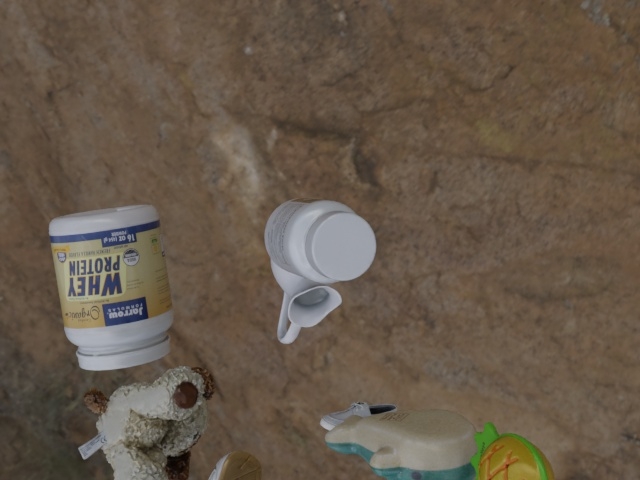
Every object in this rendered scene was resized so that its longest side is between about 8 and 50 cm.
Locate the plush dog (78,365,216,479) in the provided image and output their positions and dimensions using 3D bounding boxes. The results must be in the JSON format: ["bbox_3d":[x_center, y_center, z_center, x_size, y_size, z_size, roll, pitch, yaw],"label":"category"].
[{"bbox_3d":[-0.296,0.337,1.613,0.210,0.225,0.263,20,89,32],"label":"plush dog"}]

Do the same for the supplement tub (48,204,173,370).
[{"bbox_3d":[-0.431,0.094,1.827,0.228,0.228,0.316,-3,98,32],"label":"supplement tub"}]

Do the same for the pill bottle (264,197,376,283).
[{"bbox_3d":[0.000,0.000,1.387,0.131,0.131,0.229,60,167,-13],"label":"pill bottle"}]

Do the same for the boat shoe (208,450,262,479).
[{"bbox_3d":[-0.175,0.487,1.441,0.098,0.277,0.096,29,156,-18],"label":"boat shoe"}]

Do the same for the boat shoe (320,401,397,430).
[{"bbox_3d":[0.084,0.365,1.814,0.066,0.184,0.063,34,112,60],"label":"boat shoe"}]

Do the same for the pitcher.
[{"bbox_3d":[-0.041,0.078,1.657,0.125,0.207,0.178,22,124,-27],"label":"pitcher"}]

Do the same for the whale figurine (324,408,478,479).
[{"bbox_3d":[0.146,0.377,1.531,0.272,0.216,0.141,1,101,29],"label":"whale figurine"}]

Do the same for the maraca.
[{"bbox_3d":[0.281,0.348,1.307,0.185,0.099,0.127,-153,72,-64],"label":"maraca"}]
